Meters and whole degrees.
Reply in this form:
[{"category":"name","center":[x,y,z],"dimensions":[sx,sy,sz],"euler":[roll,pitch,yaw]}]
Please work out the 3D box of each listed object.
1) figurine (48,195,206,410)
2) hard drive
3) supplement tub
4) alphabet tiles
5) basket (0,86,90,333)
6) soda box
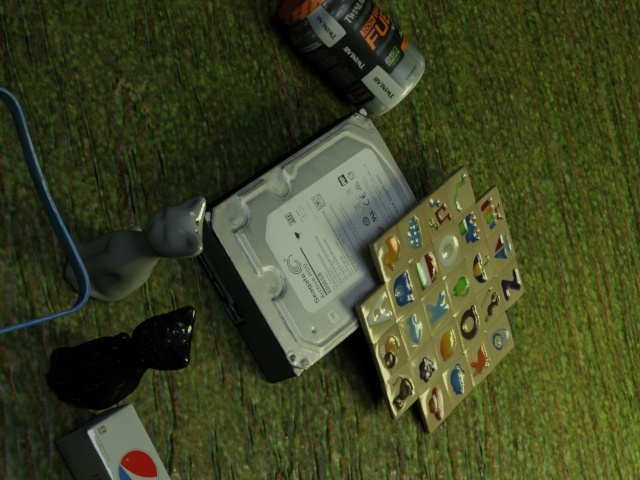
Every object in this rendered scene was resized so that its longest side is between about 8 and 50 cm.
[{"category":"figurine","center":[-0.199,0.064,1.875],"dimensions":[0.092,0.209,0.215],"euler":[22,62,-35]},{"category":"hard drive","center":[0.000,0.000,2.173],"dimensions":[0.339,0.064,0.237],"euler":[-35,99,-42]},{"category":"supplement tub","center":[0.040,-0.266,2.262],"dimensions":[0.190,0.117,0.117],"euler":[44,52,-22]},{"category":"alphabet tiles","center":[0.167,0.077,2.269],"dimensions":[0.342,0.011,0.285],"euler":[-39,121,-42]},{"category":"basket","center":[-0.400,-0.001,1.727],"dimensions":[0.289,0.201,0.255],"euler":[-24,91,-33]},{"category":"soda box","center":[-0.205,0.295,1.886],"dimensions":[0.074,0.069,0.216],"euler":[-31,97,-43]}]
